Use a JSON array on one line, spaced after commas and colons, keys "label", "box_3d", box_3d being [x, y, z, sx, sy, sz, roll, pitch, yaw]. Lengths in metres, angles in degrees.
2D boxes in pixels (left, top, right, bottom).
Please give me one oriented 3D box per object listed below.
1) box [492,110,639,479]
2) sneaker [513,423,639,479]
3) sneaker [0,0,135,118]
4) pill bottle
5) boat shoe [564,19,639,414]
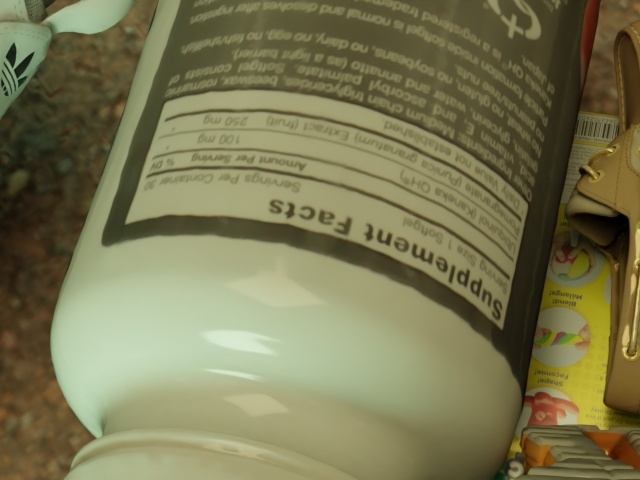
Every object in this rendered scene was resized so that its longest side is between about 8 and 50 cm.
[{"label": "box", "box_3d": [0.133, 0.039, 0.794, 0.105, 0.043, 0.179, 9, 65, 12]}, {"label": "sneaker", "box_3d": [0.102, 0.113, 0.646, 0.084, 0.215, 0.083, 4, 93, 8]}, {"label": "sneaker", "box_3d": [-0.247, -0.143, 0.770, 0.366, 0.137, 0.210, 40, 72, 14]}, {"label": "pill bottle", "box_3d": [0.000, 0.000, 0.740, 0.176, 0.176, 0.319, 8, 60, 12]}, {"label": "boat shoe", "box_3d": [0.125, -0.012, 0.760, 0.059, 0.063, 0.170, -3, 65, -1]}]
